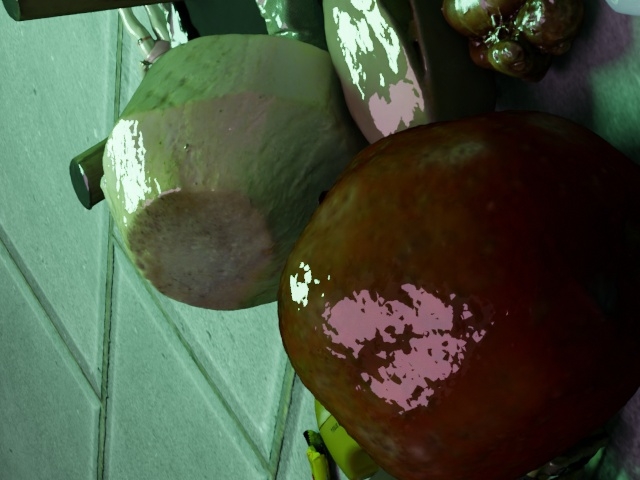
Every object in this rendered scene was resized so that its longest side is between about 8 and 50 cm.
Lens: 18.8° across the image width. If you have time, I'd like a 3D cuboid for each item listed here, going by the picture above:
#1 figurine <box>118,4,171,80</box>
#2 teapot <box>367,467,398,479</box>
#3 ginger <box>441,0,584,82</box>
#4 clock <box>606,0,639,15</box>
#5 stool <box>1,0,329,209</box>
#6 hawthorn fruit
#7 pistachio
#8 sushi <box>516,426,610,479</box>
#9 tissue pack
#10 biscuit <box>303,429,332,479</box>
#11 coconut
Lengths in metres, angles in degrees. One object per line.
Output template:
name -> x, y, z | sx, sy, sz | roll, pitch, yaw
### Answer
figurine -> -0.167, -0.196, 2.185 | 0.187, 0.083, 0.083 | 58, 156, 5
teapot -> 0.146, 0.308, 1.737 | 0.312, 0.233, 0.315 | 59, -156, -17
ginger -> 0.152, -0.173, 1.510 | 0.103, 0.073, 0.162 | 67, 156, 0
clock -> 0.230, -0.232, 1.302 | 0.198, 0.064, 0.172 | 47, 149, 39
stool -> -0.154, -0.198, 1.958 | 0.310, 0.226, 0.310 | 68, 158, -1
hawthorn fruit -> 0.151, 0.037, 1.459 | 0.369, 0.285, 0.284 | -17, 96, 39
pistachio -> 0.072, -0.161, 1.626 | 0.152, 0.126, 0.223 | 80, 170, -67
sushi -> 0.152, 0.088, 1.710 | 0.291, 0.139, 0.131 | 54, 134, 26
tissue pack -> 0.066, 0.155, 1.923 | 0.178, 0.123, 0.127 | 128, 124, -64
biscuit -> 0.014, 0.358, 2.338 | 0.048, 0.026, 0.292 | -115, 14, -61
coconut -> -0.064, -0.066, 1.721 | 0.259, 0.259, 0.259 | 47, 149, 39
